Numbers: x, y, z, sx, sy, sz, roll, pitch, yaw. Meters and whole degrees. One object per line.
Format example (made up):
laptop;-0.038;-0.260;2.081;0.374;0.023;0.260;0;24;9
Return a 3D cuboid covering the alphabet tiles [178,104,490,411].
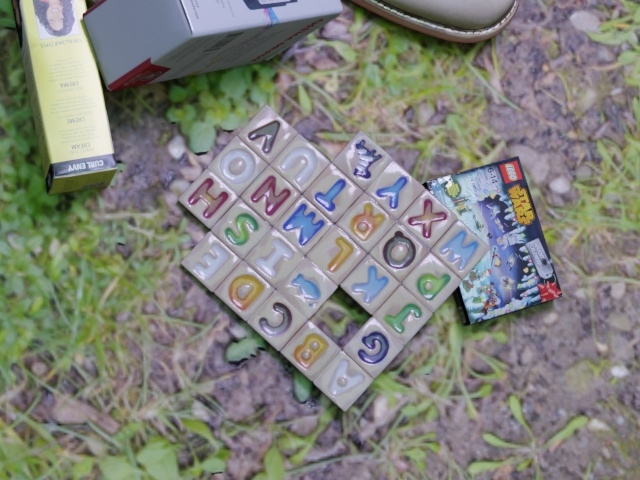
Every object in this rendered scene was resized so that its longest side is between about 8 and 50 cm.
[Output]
alphabet tiles;0.000;0.000;1.312;0.237;0.009;0.198;42;83;0

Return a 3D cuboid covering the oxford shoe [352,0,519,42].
oxford shoe;0.026;-0.327;1.302;0.397;0.146;0.140;38;75;-5

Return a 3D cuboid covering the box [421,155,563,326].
box;0.156;0.000;1.347;0.094;0.027;0.137;-17;86;-14

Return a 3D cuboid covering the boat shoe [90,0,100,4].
boat shoe;-0.139;-0.262;1.275;0.064;0.060;0.178;58;42;-23

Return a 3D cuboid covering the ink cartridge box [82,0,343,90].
ink cartridge box;-0.089;-0.191;1.239;0.175;0.127;0.072;-18;85;-44

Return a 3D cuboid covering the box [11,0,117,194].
box;-0.225;-0.161;1.265;0.058;0.087;0.232;-11;84;-14
